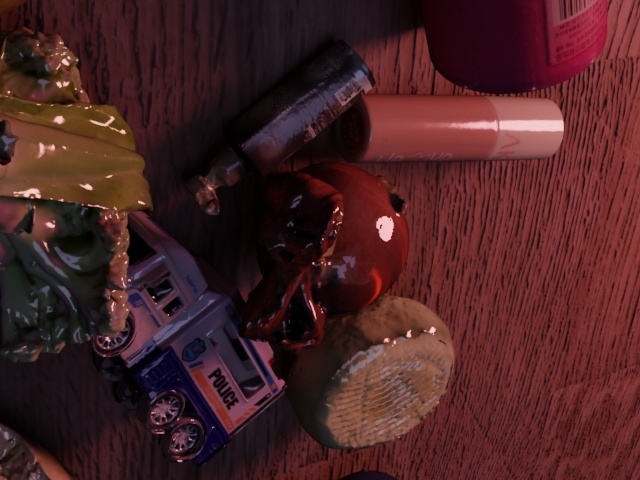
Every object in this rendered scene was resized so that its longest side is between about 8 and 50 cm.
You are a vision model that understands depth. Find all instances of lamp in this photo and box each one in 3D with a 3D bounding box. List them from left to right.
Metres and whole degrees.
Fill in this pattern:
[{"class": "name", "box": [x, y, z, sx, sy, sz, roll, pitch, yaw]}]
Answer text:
[{"class": "lamp", "box": [0.012, 0.001, 1.158, 0.151, 0.223, 0.215, 10, 129, 0]}]

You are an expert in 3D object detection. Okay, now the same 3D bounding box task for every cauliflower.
[{"class": "cauliflower", "box": [-0.244, -0.044, 0.923, 0.315, 0.239, 0.256, 88, 19, -81]}]

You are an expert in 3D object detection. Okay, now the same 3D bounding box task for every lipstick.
[{"class": "lipstick", "box": [0.138, -0.117, 1.252, 0.254, 0.070, 0.070, -3, 122, -32]}]

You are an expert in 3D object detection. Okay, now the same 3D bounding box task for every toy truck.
[{"class": "toy truck", "box": [-0.149, 0.085, 1.170, 0.155, 0.124, 0.268, -38, 136, -15]}]

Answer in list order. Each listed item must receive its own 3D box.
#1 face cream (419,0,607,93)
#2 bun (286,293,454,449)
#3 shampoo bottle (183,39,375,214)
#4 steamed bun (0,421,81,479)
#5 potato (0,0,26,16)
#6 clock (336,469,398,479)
[{"class": "face cream", "box": [0.172, -0.260, 1.103, 0.175, 0.175, 0.195, -27, 132, -15]}, {"class": "bun", "box": [0.052, 0.139, 1.343, 0.195, 0.118, 0.195, -16, 132, -18]}, {"class": "shampoo bottle", "box": [-0.042, -0.105, 1.147, 0.207, 0.063, 0.057, -40, 123, -3]}, {"class": "steamed bun", "box": [-0.326, 0.299, 1.168, 0.200, 0.170, 0.225, 31, 99, -38]}, {"class": "potato", "box": [-0.234, -0.298, 0.789, 0.218, 0.202, 0.351, 15, 120, -27]}, {"class": "clock", "box": [0.012, 0.377, 1.472, 0.243, 0.146, 0.200, -16, 124, -14]}]
